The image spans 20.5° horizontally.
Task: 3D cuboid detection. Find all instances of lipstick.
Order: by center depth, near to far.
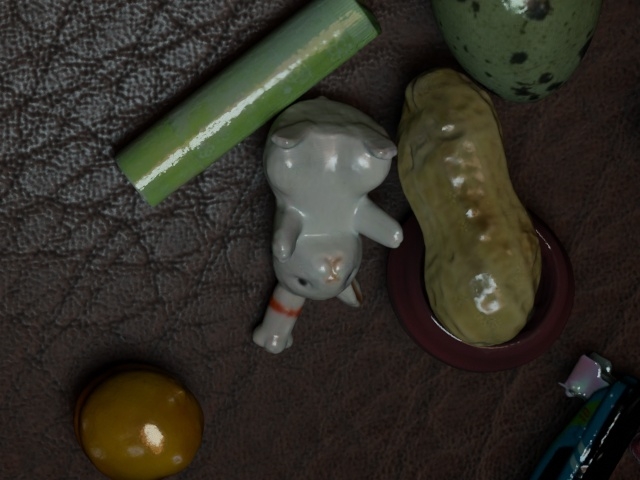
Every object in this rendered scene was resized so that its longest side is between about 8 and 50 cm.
[{"bbox_3d":[-0.074,-0.152,1.813,0.304,0.076,0.076,-37,109,0],"label":"lipstick"}]

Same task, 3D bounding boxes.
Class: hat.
[{"bbox_3d":[0.168,0.045,1.898,0.206,0.089,0.205,1,81,-9],"label":"hat"}]

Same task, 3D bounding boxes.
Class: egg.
[{"bbox_3d":[0.200,-0.245,1.791,0.177,0.177,0.228,-14,124,-7],"label":"egg"}]

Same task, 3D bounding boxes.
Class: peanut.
[{"bbox_3d":[0.150,-0.036,1.797,0.130,0.130,0.290,-14,84,-7],"label":"peanut"}]

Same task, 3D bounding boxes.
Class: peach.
[{"bbox_3d":[-0.192,0.192,1.850,0.138,0.138,0.138,-3,106,-10],"label":"peach"}]

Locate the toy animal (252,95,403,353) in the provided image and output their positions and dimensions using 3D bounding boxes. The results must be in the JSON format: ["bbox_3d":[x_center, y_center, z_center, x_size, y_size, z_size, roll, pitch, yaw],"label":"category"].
[{"bbox_3d":[0.004,-0.003,1.835,0.141,0.138,0.282,-2,107,-15],"label":"toy animal"}]

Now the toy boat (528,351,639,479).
[{"bbox_3d":[0.259,0.272,1.989,0.092,0.134,0.298,33,101,20],"label":"toy boat"}]

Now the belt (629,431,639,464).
[{"bbox_3d":[0.427,0.320,2.053,0.071,0.053,0.232,-22,108,3],"label":"belt"}]
